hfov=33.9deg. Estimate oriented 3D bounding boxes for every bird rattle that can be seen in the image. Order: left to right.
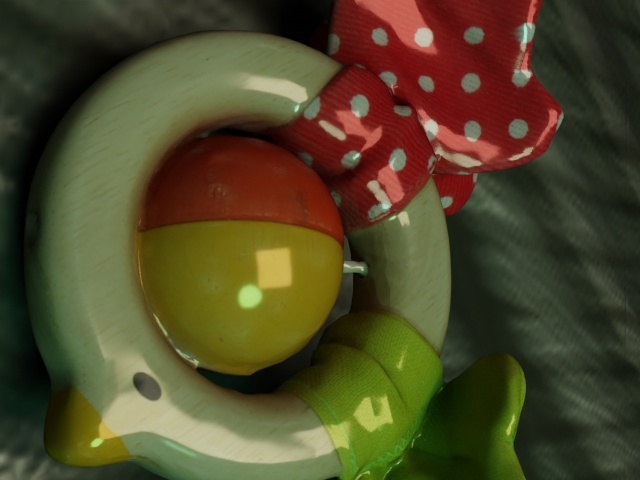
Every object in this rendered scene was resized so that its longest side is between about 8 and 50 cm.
[{"bbox_3d":[0.000,0.000,0.381,0.207,0.143,0.253,8,85,-35],"label":"bird rattle"}]
